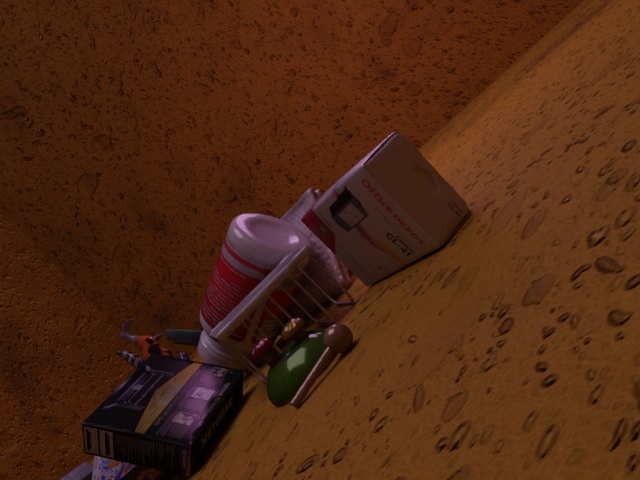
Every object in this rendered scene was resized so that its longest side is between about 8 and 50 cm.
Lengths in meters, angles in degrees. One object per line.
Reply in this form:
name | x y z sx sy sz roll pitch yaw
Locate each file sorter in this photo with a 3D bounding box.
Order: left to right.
file sorter | -0.089 0.175 1.445 0.278 0.173 0.193 -45 5 -15

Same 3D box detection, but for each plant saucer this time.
plant saucer | -0.347 0.325 2.070 0.317 0.318 0.043 148 128 -71

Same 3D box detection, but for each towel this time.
towel | -0.065 0.063 1.810 0.053 0.316 0.332 7 -34 -38

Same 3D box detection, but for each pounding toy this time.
pounding toy | -0.052 0.207 1.190 0.183 0.110 0.237 -45 4 -19

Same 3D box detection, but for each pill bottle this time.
pill bottle | -0.193 0.150 1.726 0.229 0.229 0.407 -53 -13 -67

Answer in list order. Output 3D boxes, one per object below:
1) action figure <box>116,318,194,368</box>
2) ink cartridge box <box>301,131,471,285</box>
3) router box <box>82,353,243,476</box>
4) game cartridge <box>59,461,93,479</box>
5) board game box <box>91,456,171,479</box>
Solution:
action figure | -0.472 0.424 1.977 0.179 0.330 0.341 -35 -29 -16
ink cartridge box | 0.125 -0.054 1.335 0.131 0.226 0.306 -46 4 -29
router box | -0.338 0.376 1.423 0.309 0.243 0.081 -51 -33 -67
game cartridge | -0.662 0.715 1.588 0.297 0.062 0.198 -47 -33 -41
board game box | -0.439 0.474 1.562 0.233 0.078 0.347 -39 25 1
